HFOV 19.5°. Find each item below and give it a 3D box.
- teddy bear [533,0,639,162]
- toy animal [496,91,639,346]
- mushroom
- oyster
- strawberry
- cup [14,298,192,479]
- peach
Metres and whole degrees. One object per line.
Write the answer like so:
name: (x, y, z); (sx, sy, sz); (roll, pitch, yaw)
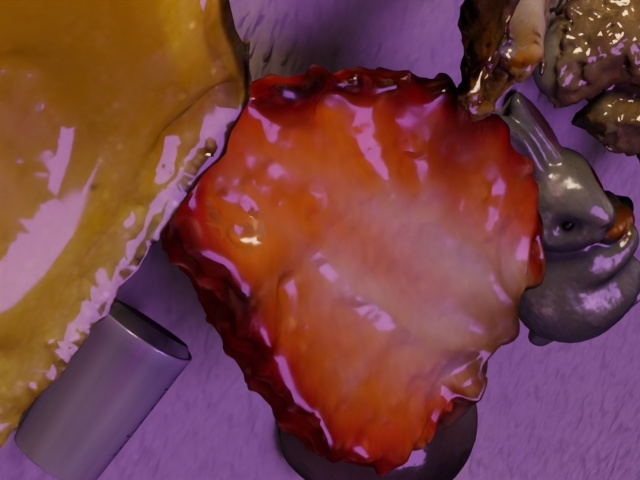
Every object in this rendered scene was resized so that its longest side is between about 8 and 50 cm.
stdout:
teddy bear: (0.310, -0.135, 1.514); (0.267, 0.156, 0.256); (-46, 147, -17)
toy animal: (0.197, -0.009, 1.517); (0.138, 0.108, 0.236); (-47, 145, -11)
mushroom: (0.061, 0.150, 1.490); (0.188, 0.117, 0.141); (-19, 144, -49)
oyster: (0.151, -0.221, 1.254); (0.129, 0.078, 0.345); (90, 24, -62)
strawberry: (0.000, 0.000, 1.243); (0.336, 0.149, 0.265); (32, 78, -43)
cup: (-0.140, 0.097, 1.223); (0.116, 0.074, 0.104); (-56, 176, 7)
peach: (-0.203, -0.081, 0.820); (0.380, 0.242, 0.306); (-54, 142, 4)
